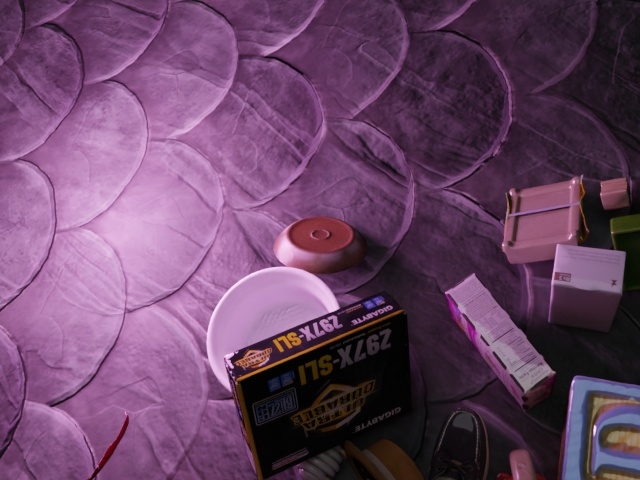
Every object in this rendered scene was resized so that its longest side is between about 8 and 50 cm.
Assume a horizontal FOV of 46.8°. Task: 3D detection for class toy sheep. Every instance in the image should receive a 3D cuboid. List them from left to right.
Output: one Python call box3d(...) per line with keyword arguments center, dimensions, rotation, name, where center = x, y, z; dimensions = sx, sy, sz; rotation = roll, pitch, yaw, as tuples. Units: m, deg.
box3d(center=(0.000, 0.416, 1.395), dimensions=(0.091, 0.091, 0.132), rotation=(21, 60, 22), name="toy sheep")

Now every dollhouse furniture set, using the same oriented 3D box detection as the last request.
box3d(center=(0.525, -0.012, 1.459), dimensions=(0.301, 0.151, 0.198), rotation=(-10, 37, 29), name="dollhouse furniture set")

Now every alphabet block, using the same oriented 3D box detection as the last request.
box3d(center=(0.500, 0.353, 1.228), dimensions=(0.192, 0.197, 0.194), rotation=(9, 69, 18), name="alphabet block")

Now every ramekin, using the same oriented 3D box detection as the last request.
box3d(center=(-0.076, 0.205, 1.483), dimensions=(0.277, 0.135, 0.277), rotation=(-6, 64, 12), name="ramekin")

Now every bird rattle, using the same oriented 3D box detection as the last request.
box3d(center=(0.346, 0.432, 1.197), dimensions=(0.143, 0.207, 0.254), rotation=(-4, 29, 17), name="bird rattle")

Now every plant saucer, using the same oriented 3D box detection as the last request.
box3d(center=(0.000, 0.000, 1.554), dimensions=(0.198, 0.036, 0.199), rotation=(1, 32, 0), name="plant saucer")

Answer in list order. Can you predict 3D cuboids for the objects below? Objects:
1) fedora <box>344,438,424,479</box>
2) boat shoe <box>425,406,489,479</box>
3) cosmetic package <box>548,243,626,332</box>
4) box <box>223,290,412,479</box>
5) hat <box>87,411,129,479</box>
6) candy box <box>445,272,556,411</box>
box3d(center=(0.124, 0.417, 1.316), dimensions=(0.079, 0.194, 0.194), rotation=(-36, 61, -17), name="fedora")
box3d(center=(0.237, 0.434, 1.318), dimensions=(0.102, 0.092, 0.285), rotation=(13, 70, 19), name="boat shoe")
box3d(center=(0.477, 0.090, 1.335), dimensions=(0.117, 0.231, 0.086), rotation=(8, 68, 17), name="cosmetic package")
box3d(center=(0.006, 0.259, 1.315), dimensions=(0.321, 0.257, 0.079), rotation=(-20, 35, -18), name="box")
box3d(center=(-0.437, 0.509, 1.498), dimensions=(0.173, 0.183, 0.208), rotation=(46, 119, -4), name="hat")
box3d(center=(0.333, 0.190, 1.369), dimensions=(0.071, 0.159, 0.233), rotation=(-34, 63, -1), name="candy box")
